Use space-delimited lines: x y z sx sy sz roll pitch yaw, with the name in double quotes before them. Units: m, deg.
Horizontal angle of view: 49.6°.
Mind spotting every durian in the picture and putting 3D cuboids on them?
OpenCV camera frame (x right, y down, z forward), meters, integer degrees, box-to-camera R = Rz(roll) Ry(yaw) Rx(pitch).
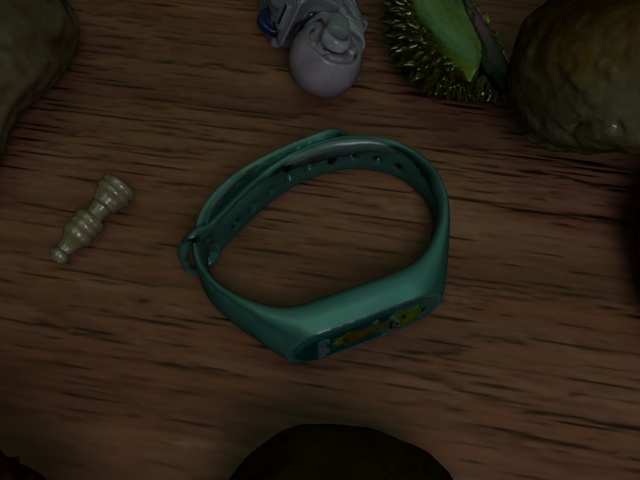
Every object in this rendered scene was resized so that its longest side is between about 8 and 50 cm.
"durian" 0.113 -0.211 0.688 0.095 0.137 0.221 -25 66 28

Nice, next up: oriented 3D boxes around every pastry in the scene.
"pastry" 0.315 -0.171 0.558 0.329 0.329 0.136 -25 109 -10

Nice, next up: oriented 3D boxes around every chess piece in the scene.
"chess piece" -0.214 -0.017 0.637 0.035 0.035 0.092 32 72 16

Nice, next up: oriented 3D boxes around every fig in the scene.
"fig" -0.002 0.203 0.393 0.190 0.290 0.190 -2 84 16

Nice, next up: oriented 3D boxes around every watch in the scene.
"watch" 0.000 0.000 0.600 0.237 0.068 0.195 -21 63 -9

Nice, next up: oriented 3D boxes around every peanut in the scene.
"peanut" -0.346 -0.154 0.643 0.143 0.159 0.291 6 61 34

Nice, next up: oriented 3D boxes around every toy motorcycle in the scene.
"toy motorcycle" -0.011 -0.255 0.722 0.112 0.112 0.254 -16 65 -6

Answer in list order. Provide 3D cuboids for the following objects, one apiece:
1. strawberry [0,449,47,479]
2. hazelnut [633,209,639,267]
"strawberry" -0.247 0.273 0.360 0.310 0.292 0.292 -30 66 -21
"hazelnut" 0.353 0.006 0.531 0.214 0.176 0.214 -27 37 23
